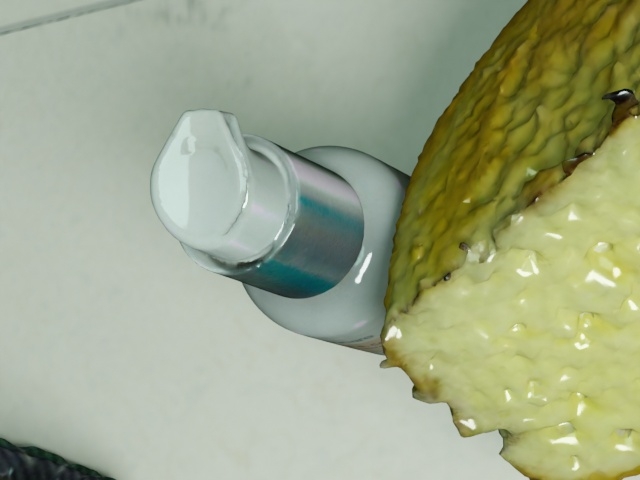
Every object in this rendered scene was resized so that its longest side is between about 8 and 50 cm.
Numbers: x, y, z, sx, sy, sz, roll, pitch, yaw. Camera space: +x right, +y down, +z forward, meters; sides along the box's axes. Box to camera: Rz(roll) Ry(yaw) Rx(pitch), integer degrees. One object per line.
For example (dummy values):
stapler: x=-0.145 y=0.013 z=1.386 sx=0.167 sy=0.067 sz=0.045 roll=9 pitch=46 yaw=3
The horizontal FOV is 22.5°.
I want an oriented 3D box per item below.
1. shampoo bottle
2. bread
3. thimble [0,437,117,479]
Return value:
shampoo bottle: x=0.000 y=0.000 z=0.593 sx=0.074 sy=0.192 sz=0.074 roll=-4 pitch=80 yaw=23
bread: x=0.121 y=-0.031 z=0.543 sx=0.229 sy=0.143 sz=0.139 roll=-42 pitch=33 yaw=30
thimble: x=-0.152 y=0.132 z=0.682 sx=0.135 sy=0.118 sz=0.090 roll=13 pitch=91 yaw=10
